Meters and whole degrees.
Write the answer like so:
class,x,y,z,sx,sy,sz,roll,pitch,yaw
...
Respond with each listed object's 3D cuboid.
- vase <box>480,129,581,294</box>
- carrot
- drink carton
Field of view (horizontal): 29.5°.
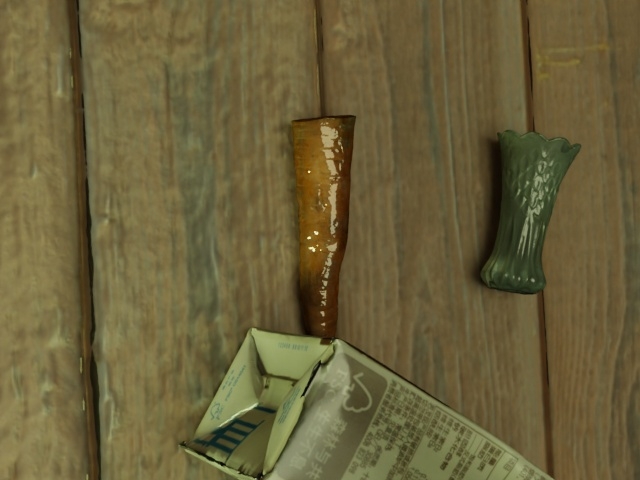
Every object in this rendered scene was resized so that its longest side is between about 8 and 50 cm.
class,x,y,z,sx,sy,sz,roll,pitch,yaw
vase,0.193,-0.024,1.148,0.081,0.081,0.149,13,87,-24
carrot,0.000,0.000,1.077,0.057,0.057,0.224,0,95,-25
drink carton,0.068,0.200,1.018,0.324,0.194,0.132,33,77,-21
